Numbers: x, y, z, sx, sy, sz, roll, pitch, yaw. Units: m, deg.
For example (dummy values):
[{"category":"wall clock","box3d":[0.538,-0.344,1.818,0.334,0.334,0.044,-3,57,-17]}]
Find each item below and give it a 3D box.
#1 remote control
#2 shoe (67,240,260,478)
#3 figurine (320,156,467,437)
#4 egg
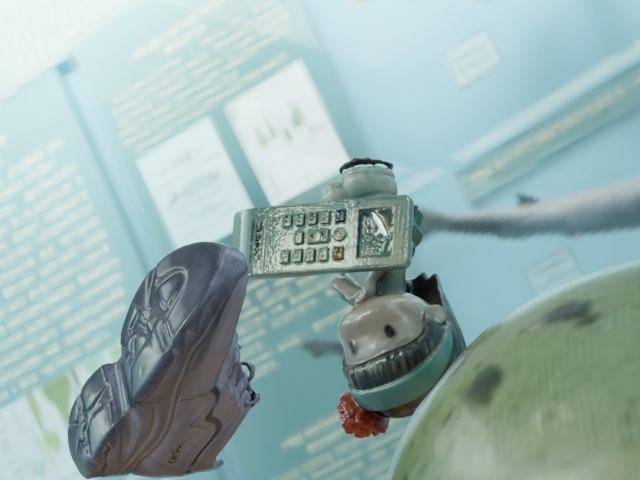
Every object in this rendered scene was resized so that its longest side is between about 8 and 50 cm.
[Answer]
[{"category":"remote control","box3d":[0.000,0.000,1.198,0.162,0.061,0.029,-4,-16,25]},{"category":"shoe","box3d":[-0.099,0.107,1.201,0.137,0.095,0.245,11,-53,-34]},{"category":"figurine","box3d":[0.057,0.053,1.392,0.110,0.245,0.138,3,-25,-36]},{"category":"egg","box3d":[0.235,0.176,0.904,0.428,0.345,0.345,-27,-9,25]}]
